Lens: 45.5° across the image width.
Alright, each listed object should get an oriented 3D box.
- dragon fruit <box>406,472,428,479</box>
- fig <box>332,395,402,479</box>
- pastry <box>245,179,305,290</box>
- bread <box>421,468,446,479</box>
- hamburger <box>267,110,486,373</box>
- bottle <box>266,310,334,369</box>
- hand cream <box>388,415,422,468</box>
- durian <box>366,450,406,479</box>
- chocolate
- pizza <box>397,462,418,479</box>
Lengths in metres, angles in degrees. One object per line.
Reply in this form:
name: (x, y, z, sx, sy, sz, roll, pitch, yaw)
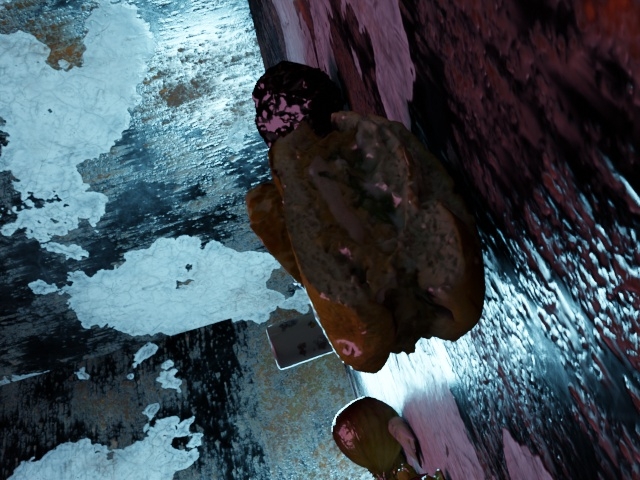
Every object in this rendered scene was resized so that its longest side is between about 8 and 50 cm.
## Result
dragon fruit: (0.180, 0.432, 1.312, 0.083, 0.056, 0.060, 95, 157, -69)
fig: (0.131, 0.433, 1.614, 0.231, 0.143, 0.160, 41, 159, 30)
pastry: (-0.029, -0.021, 1.527, 0.256, 0.170, 0.237, 59, -176, -2)
bread: (0.172, 0.437, 1.190, 0.083, 0.094, 0.157, -125, 11, -67)
hamburger: (0.053, -0.001, 0.659, 0.283, 0.144, 0.157, -108, -6, -52)
bottle: (-0.006, 0.221, 1.830, 0.110, 0.233, 0.110, 161, 90, -85)
hand cream: (0.168, 0.392, 1.504, 0.143, 0.039, 0.061, -138, 34, -75)
durian: (0.146, 0.503, 1.866, 0.146, 0.102, 0.208, 69, -174, -53)
chocolate: (-0.010, -0.193, 1.127, 0.133, 0.156, 0.156, 14, 124, 54)
pizza: (0.210, 0.615, 1.648, 0.197, 0.058, 0.292, -172, 66, -87)
